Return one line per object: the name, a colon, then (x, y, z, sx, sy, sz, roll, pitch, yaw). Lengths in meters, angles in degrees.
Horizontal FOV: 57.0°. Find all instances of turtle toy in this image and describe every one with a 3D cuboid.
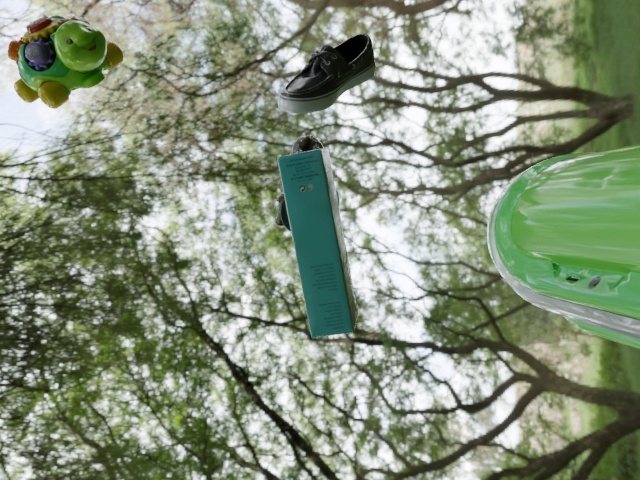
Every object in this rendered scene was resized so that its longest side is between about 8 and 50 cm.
turtle toy: (-0.242, -0.177, 0.559, 0.095, 0.130, 0.066, -49, -43, -27)

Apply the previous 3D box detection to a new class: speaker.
speaker: (0.208, 0.000, 0.350, 0.296, 0.131, 0.131, -162, 64, -83)

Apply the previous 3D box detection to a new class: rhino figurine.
rhino figurine: (-0.054, -0.120, 1.265, 0.106, 0.073, 0.243, -86, 17, -49)

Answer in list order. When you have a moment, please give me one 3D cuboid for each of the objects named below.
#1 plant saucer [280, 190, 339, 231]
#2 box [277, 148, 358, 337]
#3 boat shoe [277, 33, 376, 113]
plant saucer: (-0.022, -0.066, 1.114, 0.119, 0.119, 0.021, 61, 175, -37)
box: (0.000, 0.000, 0.809, 0.100, 0.060, 0.245, -55, -45, -78)
boat shoe: (0.014, -0.263, 0.903, 0.228, 0.080, 0.076, -36, -44, -39)
